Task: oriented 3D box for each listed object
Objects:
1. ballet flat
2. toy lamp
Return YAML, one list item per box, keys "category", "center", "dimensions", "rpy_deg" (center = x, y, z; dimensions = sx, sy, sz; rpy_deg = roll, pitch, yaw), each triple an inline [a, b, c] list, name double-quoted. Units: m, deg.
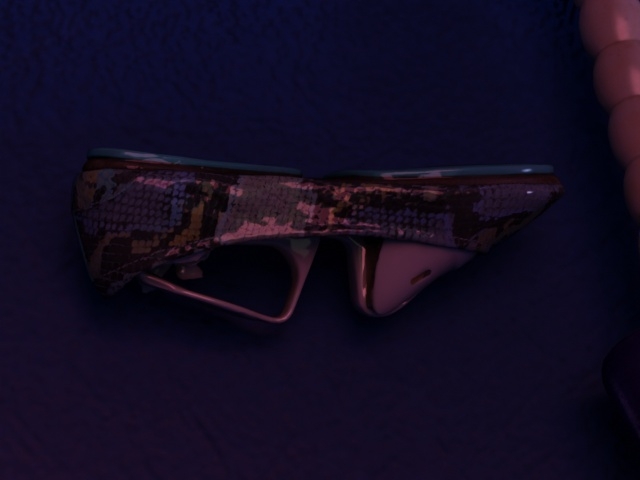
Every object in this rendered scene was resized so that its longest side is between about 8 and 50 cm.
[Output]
- category: "ballet flat"
  center: [0.000, 0.000, 0.752]
  dimensions: [0.188, 0.070, 0.070]
  rpy_deg: [1, 63, -10]
- category: "toy lamp"
  center: [0.131, -0.024, 0.779]
  dimensions: [0.080, 0.080, 0.275]
  rpy_deg: [-1, 62, -13]
